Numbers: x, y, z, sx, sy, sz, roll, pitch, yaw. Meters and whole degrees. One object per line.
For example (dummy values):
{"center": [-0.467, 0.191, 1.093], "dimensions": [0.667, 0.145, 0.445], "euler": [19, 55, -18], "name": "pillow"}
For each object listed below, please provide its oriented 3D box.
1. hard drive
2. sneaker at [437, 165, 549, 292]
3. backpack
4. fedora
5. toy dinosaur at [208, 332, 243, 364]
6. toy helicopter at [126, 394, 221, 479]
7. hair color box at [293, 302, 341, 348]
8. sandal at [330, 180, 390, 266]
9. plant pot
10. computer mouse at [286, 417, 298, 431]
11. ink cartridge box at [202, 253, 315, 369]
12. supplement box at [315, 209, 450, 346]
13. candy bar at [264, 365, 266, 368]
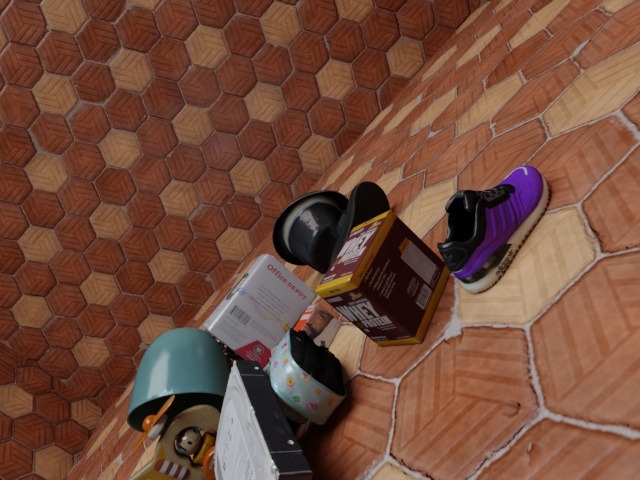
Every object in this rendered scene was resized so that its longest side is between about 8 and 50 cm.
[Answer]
{"center": [-0.123, 0.399, 0.756], "dimensions": [0.339, 0.064, 0.237], "euler": [32, 111, 64], "name": "hard drive"}
{"center": [0.317, -0.058, 0.796], "dimensions": [0.293, 0.146, 0.102], "euler": [-54, 15, -19], "name": "sneaker"}
{"center": [-0.034, 0.289, 0.879], "dimensions": [0.144, 0.166, 0.188], "euler": [-50, 11, -2], "name": "backpack"}
{"center": [0.000, 0.000, 1.418], "dimensions": [0.334, 0.334, 0.152], "euler": [-44, 46, 15], "name": "fedora"}
{"center": [-0.395, 0.411, 1.516], "dimensions": [0.218, 0.164, 0.322], "euler": [-27, -9, 3], "name": "toy dinosaur"}
{"center": [-0.388, 0.530, 1.010], "dimensions": [0.355, 0.235, 0.140], "euler": [-33, 9, -19], "name": "toy helicopter"}
{"center": [-0.026, 0.256, 1.090], "dimensions": [0.053, 0.093, 0.167], "euler": [-25, 28, 55], "name": "hair color box"}
{"center": [0.104, -0.028, 1.284], "dimensions": [0.107, 0.167, 0.446], "euler": [-24, 27, 39], "name": "sandal"}
{"center": [-0.409, 0.406, 1.262], "dimensions": [0.293, 0.293, 0.235], "euler": [-41, 43, 26], "name": "plant pot"}
{"center": [-0.111, 0.424, 0.942], "dimensions": [0.188, 0.072, 0.272], "euler": [-34, 20, 46], "name": "computer mouse"}
{"center": [-0.199, 0.231, 1.396], "dimensions": [0.306, 0.226, 0.131], "euler": [-52, 16, -20], "name": "ink cartridge box"}
{"center": [0.132, 0.082, 0.874], "dimensions": [0.129, 0.194, 0.191], "euler": [-27, 25, 56], "name": "supplement box"}
{"center": [-0.144, 0.396, 1.221], "dimensions": [0.040, 0.018, 0.161], "euler": [-51, 15, -11], "name": "candy bar"}
